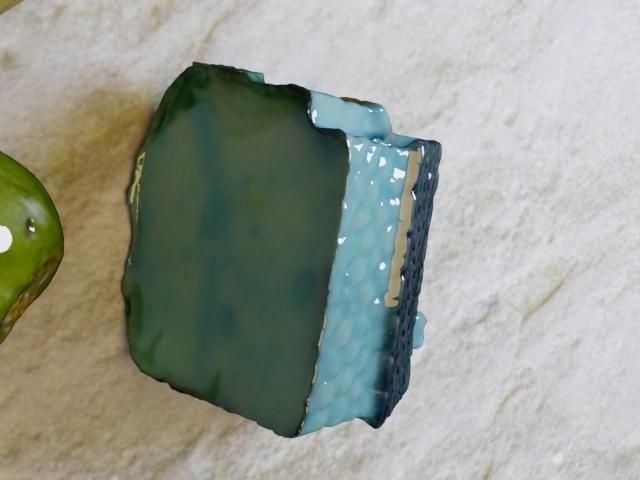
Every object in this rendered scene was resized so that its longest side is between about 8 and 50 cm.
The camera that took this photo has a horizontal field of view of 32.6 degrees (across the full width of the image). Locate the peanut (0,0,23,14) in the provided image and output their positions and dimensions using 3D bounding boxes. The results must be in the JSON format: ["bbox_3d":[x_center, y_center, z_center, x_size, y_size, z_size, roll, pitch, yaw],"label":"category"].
[{"bbox_3d":[-0.255,-0.216,0.741,0.319,0.147,0.147,-42,117,-21],"label":"peanut"}]

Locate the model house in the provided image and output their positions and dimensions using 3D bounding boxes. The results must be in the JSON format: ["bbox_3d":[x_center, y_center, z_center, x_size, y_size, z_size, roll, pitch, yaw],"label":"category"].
[{"bbox_3d":[0.000,0.000,0.916,0.241,0.226,0.261,1,101,-47],"label":"model house"}]

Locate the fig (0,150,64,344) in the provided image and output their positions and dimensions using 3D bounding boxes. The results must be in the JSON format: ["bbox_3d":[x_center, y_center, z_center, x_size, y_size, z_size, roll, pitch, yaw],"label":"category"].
[{"bbox_3d":[-0.285,-0.011,0.742,0.233,0.167,0.167,44,74,-36],"label":"fig"}]
